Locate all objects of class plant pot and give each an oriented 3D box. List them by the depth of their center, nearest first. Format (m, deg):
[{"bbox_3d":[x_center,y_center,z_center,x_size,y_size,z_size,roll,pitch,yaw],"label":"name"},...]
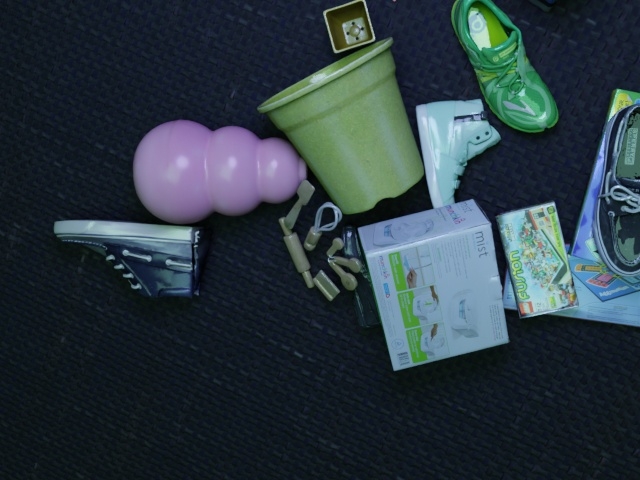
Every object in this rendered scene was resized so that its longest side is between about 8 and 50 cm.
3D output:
[{"bbox_3d":[0.063,-0.199,1.325,0.276,0.276,0.254,-25,106,14],"label":"plant pot"},{"bbox_3d":[0.060,-0.406,1.363,0.081,0.083,0.081,-15,96,12],"label":"plant pot"}]

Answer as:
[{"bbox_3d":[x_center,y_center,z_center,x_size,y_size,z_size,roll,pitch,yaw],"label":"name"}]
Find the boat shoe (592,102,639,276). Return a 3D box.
[{"bbox_3d":[0.550,-0.085,1.245,0.113,0.105,0.306,7,95,10],"label":"boat shoe"}]

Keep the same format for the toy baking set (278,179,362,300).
[{"bbox_3d":[-0.004,0.002,1.410,0.196,0.030,0.256,-12,108,50],"label":"toy baking set"}]

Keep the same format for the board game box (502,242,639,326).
[{"bbox_3d":[0.503,0.080,1.385,0.281,0.027,0.145,7,101,10],"label":"board game box"}]

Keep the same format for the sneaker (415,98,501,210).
[{"bbox_3d":[0.276,-0.144,1.359,0.151,0.094,0.256,-9,98,9],"label":"sneaker"}]

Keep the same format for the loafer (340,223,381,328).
[{"bbox_3d":[0.094,0.069,1.442,0.078,0.076,0.223,-14,101,8],"label":"loafer"}]

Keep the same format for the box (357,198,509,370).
[{"bbox_3d":[0.213,0.085,1.334,0.231,0.127,0.262,-15,115,2],"label":"box"}]

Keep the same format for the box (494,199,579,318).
[{"bbox_3d":[0.414,0.037,1.362,0.114,0.036,0.207,-14,96,13],"label":"box"}]

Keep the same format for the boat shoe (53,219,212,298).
[{"bbox_3d":[-0.402,0.039,1.500,0.340,0.127,0.158,4,92,10],"label":"boat shoe"}]

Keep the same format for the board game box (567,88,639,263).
[{"bbox_3d":[0.606,-0.099,1.311,0.213,0.046,0.317,14,96,9],"label":"board game box"}]

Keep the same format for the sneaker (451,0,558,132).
[{"bbox_3d":[0.330,-0.322,1.303,0.109,0.123,0.296,-34,92,14],"label":"sneaker"}]

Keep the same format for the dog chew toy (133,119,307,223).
[{"bbox_3d":[-0.192,-0.135,1.405,0.331,0.206,0.207,0,99,2],"label":"dog chew toy"}]

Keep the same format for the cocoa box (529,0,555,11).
[{"bbox_3d":[0.410,-0.606,1.188,0.231,0.228,0.347,37,104,3],"label":"cocoa box"}]
